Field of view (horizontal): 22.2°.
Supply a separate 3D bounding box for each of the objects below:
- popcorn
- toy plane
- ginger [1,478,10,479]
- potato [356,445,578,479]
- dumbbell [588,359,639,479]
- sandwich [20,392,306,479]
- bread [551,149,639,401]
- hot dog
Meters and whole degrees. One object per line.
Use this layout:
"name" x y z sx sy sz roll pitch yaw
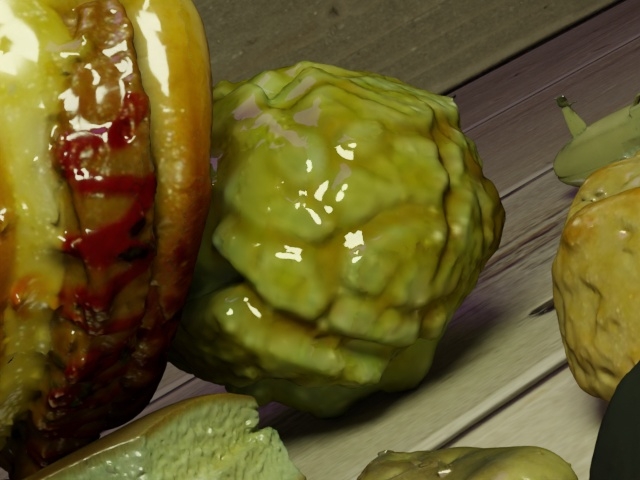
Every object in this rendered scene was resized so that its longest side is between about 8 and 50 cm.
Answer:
"popcorn" -0.005 -0.001 1.169 0.247 0.282 0.282 18 -3 -15
"toy plane" 0.323 -0.110 1.490 0.256 0.104 0.242 -12 29 31
"ginger" -0.279 0.244 1.096 0.288 0.075 0.089 -32 3 -19
"potato" 0.066 0.132 0.753 0.091 0.070 0.138 -27 10 -27
"dumbbell" 0.187 0.081 0.431 0.152 0.152 0.218 -28 9 -20
"sandwich" -0.138 0.176 0.998 0.258 0.094 0.096 -27 3 -3
"bread" 0.236 -0.004 0.907 0.244 0.134 0.244 -24 11 5
"hot dog" -0.187 0.016 1.039 0.185 0.223 0.405 1 -46 -23
